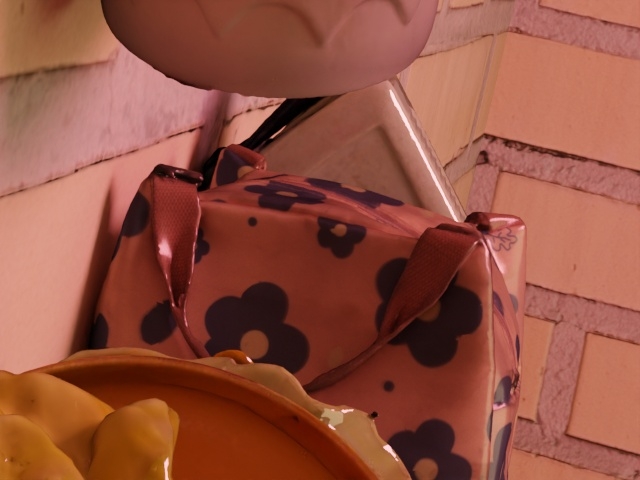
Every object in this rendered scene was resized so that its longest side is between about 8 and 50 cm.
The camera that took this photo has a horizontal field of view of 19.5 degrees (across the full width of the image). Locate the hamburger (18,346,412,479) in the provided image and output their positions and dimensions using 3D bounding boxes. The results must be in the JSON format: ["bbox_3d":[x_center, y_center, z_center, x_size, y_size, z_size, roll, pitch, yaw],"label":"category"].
[{"bbox_3d":[-0.072,0.182,0.803,0.212,0.274,0.274,95,11,-75],"label":"hamburger"}]

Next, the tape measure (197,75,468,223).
[{"bbox_3d":[0.000,0.000,1.243,0.235,0.207,0.115,63,11,-8],"label":"tape measure"}]

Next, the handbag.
[{"bbox_3d":[0.000,0.059,1.090,0.190,0.252,0.193,-34,136,-71],"label":"handbag"}]

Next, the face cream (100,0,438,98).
[{"bbox_3d":[-0.017,-0.188,0.859,0.175,0.175,0.195,-63,162,-53],"label":"face cream"}]

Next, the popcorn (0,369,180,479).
[{"bbox_3d":[-0.124,0.152,0.602,0.235,0.216,0.181,-27,154,-21],"label":"popcorn"}]
